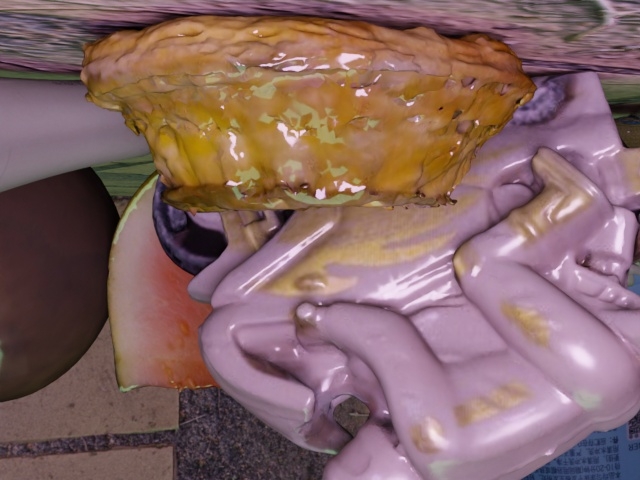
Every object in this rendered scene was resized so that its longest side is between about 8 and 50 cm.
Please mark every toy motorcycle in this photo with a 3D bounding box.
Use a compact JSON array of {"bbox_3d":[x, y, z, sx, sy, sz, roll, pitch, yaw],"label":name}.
[{"bbox_3d":[0.068,0.028,0.657,0.340,0.223,0.108,-3,153,19],"label":"toy motorcycle"}]

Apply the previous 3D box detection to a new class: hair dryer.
[{"bbox_3d":[-0.195,-0.058,0.722,0.219,0.088,0.225,-3,-166,-13],"label":"hair dryer"}]

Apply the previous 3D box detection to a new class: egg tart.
[{"bbox_3d":[-0.003,-0.048,0.582,0.191,0.074,0.191,-1,180,0],"label":"egg tart"}]

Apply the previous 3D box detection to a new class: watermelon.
[{"bbox_3d":[0.003,-0.019,0.836,0.303,0.159,0.128,-13,-158,21],"label":"watermelon"}]

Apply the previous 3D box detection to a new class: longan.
[{"bbox_3d":[-0.218,0.007,0.873,0.196,0.197,0.220,1,172,-5],"label":"longan"}]

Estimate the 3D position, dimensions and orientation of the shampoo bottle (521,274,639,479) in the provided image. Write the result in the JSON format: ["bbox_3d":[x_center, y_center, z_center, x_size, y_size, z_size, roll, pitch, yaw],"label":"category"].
[{"bbox_3d":[0.286,0.130,1.599,0.331,0.343,0.331,-6,-163,2],"label":"shampoo bottle"}]

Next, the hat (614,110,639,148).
[{"bbox_3d":[0.186,-0.051,0.851,0.077,0.059,0.076,-4,163,11],"label":"hat"}]
